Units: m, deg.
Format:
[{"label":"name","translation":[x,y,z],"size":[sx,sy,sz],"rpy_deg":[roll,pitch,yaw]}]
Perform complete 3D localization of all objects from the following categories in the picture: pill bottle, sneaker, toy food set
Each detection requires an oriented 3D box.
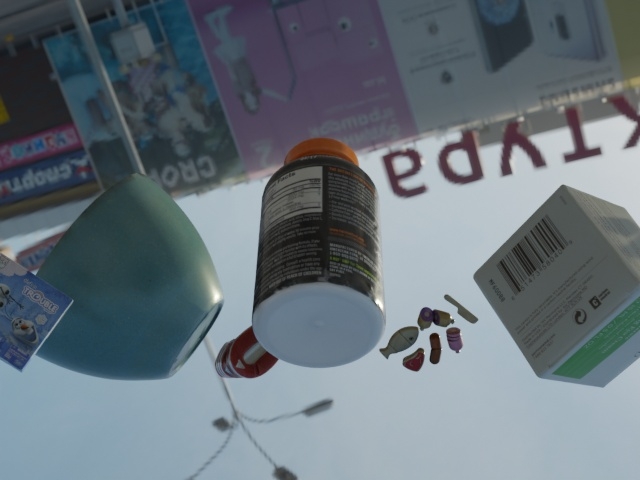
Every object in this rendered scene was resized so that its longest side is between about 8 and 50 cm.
[{"label":"pill bottle","translation":[0.000,0.000,0.969],"size":[0.130,0.130,0.246],"rpy_deg":[-14,-137,15]},{"label":"sneaker","translation":[-0.067,0.125,1.351],"size":[0.221,0.087,0.128],"rpy_deg":[-29,-176,-32]},{"label":"toy food set","translation":[0.141,0.128,1.192],"size":[0.122,0.078,0.019],"rpy_deg":[-47,-168,23]}]

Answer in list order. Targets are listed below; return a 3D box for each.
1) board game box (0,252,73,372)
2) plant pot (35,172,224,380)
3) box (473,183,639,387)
[{"label":"board game box","translation":[-0.319,0.074,0.960],"size":[0.090,0.090,0.020],"rpy_deg":[-59,-174,-24]},{"label":"plant pot","translation":[-0.250,0.081,1.289],"size":[0.290,0.195,0.290],"rpy_deg":[-55,175,-8]},{"label":"box","translation":[0.188,0.035,0.666],"size":[0.087,0.102,0.101],"rpy_deg":[14,127,-42]}]
